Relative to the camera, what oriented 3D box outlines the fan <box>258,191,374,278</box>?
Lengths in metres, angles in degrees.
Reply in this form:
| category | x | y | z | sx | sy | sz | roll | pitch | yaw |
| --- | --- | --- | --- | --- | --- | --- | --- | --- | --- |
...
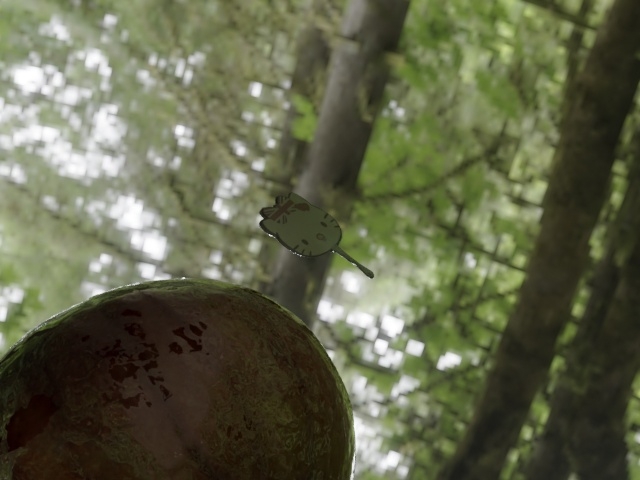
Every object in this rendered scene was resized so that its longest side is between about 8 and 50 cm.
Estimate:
| category | x | y | z | sx | sy | sz | roll | pitch | yaw |
| --- | --- | --- | --- | --- | --- | --- | --- | --- | --- |
| fan | 0.000 | 0.000 | 1.051 | 0.083 | 0.004 | 0.056 | 37 | -142 | 9 |

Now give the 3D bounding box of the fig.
| category | x | y | z | sx | sy | sz | roll | pitch | yaw |
| --- | --- | --- | --- | --- | --- | --- | --- | --- | --- |
| fig | -0.091 | 0.135 | 0.923 | 0.235 | 0.235 | 0.214 | -2 | -117 | -31 |
